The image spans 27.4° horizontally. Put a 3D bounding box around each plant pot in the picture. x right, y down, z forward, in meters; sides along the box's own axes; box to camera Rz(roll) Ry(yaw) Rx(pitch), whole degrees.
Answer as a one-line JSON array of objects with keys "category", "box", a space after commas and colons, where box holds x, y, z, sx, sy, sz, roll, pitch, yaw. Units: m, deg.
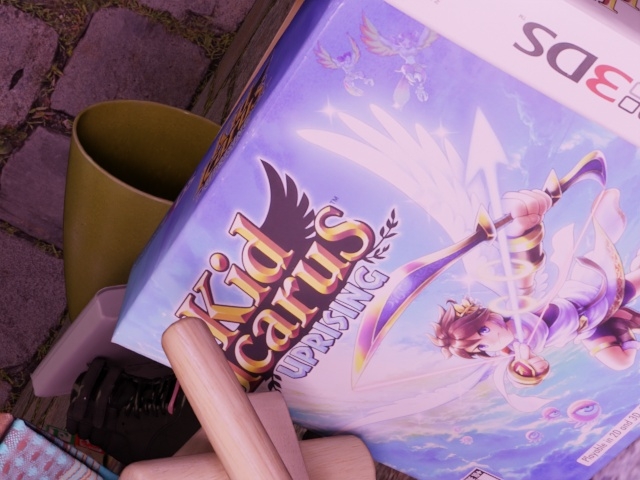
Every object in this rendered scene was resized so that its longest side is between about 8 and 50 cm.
[{"category": "plant pot", "box": [-0.242, 0.001, 1.811, 0.275, 0.274, 0.294, -87, 17, -60]}]

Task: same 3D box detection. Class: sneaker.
[{"category": "sneaker", "box": [-0.197, 0.182, 1.461, 0.296, 0.146, 0.105, -41, 23, 54]}]

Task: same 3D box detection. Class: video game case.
[{"category": "video game case", "box": [0.071, -0.001, 0.594, 0.269, 0.244, 0.061, -53, 17, 36]}]

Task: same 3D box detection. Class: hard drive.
[{"category": "hard drive", "box": [-0.207, 0.114, 1.554, 0.307, 0.203, 0.040, -42, 59, 56]}]

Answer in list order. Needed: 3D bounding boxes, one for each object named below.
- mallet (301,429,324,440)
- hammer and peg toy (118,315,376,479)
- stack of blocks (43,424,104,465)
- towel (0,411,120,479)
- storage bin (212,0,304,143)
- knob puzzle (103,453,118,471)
[{"category": "mallet", "box": [0.046, 0.109, 0.941, 0.190, 0.039, 0.062, -53, 16, 22]}, {"category": "hammer and peg toy", "box": [-0.023, 0.203, 0.600, 0.361, 0.127, 0.266, -48, 52, 48]}, {"category": "stack of blocks", "box": [-0.379, 0.417, 1.741, 0.171, 0.087, 0.297, -120, 52, -74]}, {"category": "towel", "box": [-0.156, 0.288, 0.830, 0.272, 0.040, 0.370, -66, -29, -18]}, {"category": "storage bin", "box": [-0.027, -0.116, 1.452, 0.260, 0.123, 0.262, -57, 15, 22]}, {"category": "knob puzzle", "box": [-0.243, 0.223, 1.807, 0.213, 0.030, 0.213, -58, 14, 22]}]
